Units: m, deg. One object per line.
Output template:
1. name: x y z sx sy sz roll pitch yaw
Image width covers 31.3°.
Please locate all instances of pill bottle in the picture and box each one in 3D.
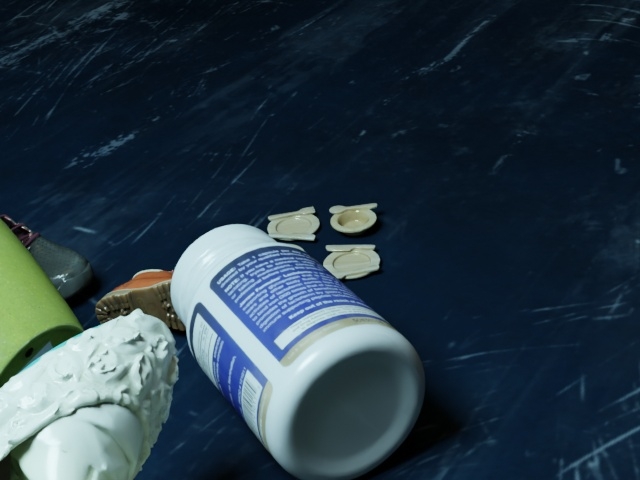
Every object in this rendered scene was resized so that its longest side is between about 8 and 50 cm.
1. pill bottle: -0.033 0.092 1.057 0.153 0.153 0.265 -21 34 -21

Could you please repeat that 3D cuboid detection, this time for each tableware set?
1. tableware set: 0.000 0.000 1.333 0.141 0.020 0.168 -4 31 7

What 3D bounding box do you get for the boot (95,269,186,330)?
1. boot: -0.156 0.056 1.228 0.158 0.059 0.084 -4 23 26

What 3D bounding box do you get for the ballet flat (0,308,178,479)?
1. ballet flat: -0.237 0.212 0.828 0.409 0.147 0.147 -38 41 -27

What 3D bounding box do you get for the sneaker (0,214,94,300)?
1. sneaker: -0.398 -0.016 1.304 0.281 0.162 0.106 6 31 22

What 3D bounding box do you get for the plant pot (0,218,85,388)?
1. plant pot: -0.376 0.073 1.102 0.294 0.274 0.275 29 44 23
